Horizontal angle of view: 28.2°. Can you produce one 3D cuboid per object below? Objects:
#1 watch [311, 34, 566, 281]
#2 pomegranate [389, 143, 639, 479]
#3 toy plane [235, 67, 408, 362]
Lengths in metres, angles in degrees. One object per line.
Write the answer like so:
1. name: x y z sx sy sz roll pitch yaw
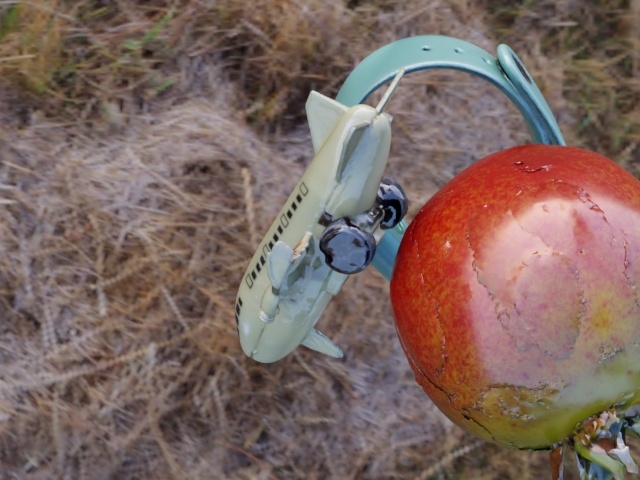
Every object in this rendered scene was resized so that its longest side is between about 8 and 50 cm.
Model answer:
1. watch: 0.104 -0.052 1.015 0.195 0.068 0.237 -35 118 17
2. pomegranate: 0.155 0.050 0.847 0.210 0.210 0.235 -18 70 -27
3. toy plane: 0.000 0.000 0.890 0.229 0.092 0.244 -54 165 -55
